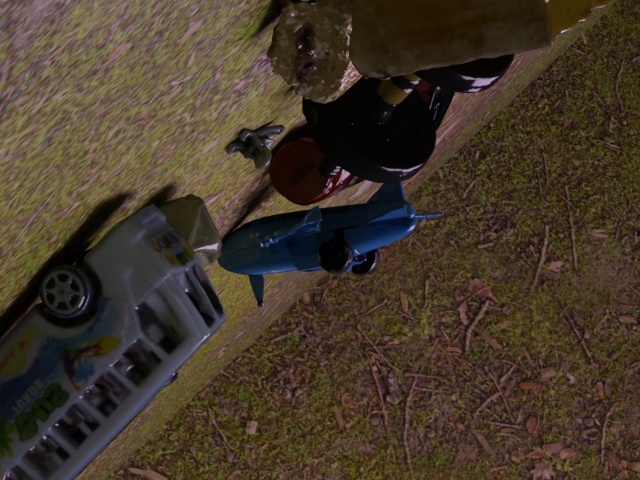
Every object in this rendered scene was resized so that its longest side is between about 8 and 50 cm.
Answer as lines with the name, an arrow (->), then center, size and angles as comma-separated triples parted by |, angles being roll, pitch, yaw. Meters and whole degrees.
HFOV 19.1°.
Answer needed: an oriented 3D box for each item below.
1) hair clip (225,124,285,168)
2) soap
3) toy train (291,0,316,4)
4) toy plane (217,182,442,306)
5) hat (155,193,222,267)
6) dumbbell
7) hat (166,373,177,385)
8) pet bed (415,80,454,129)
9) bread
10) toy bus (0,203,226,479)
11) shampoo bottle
hair clip -> -0.056, -0.091, 1.859 | 0.030, 0.039, 0.115 | -41, 179, 17
soap -> 0.196, -0.265, 1.346 | 0.304, 0.169, 0.339 | -9, -160, 40
toy train -> 0.017, -0.229, 1.144 | 0.194, 0.081, 0.125 | -43, 165, -31
toy plane -> 0.000, 0.000, 2.248 | 0.271, 0.105, 0.254 | -21, 168, 22
hat -> -0.159, 0.010, 1.737 | 0.166, 0.081, 0.122 | -26, -155, -29
dumbbell -> 0.082, -0.159, 1.822 | 0.143, 0.143, 0.325 | -40, 173, -46
hat -> -0.233, 0.103, 1.783 | 0.193, 0.082, 0.193 | -6, -173, 1
pet bed -> 0.141, -0.200, 2.213 | 0.201, 0.053, 0.201 | -63, 173, -14
bread -> 0.013, -0.177, 1.503 | 0.106, 0.082, 0.125 | -54, 170, -33
toy bus -> -0.224, 0.122, 1.629 | 0.329, 0.136, 0.109 | -46, 177, 16
shampoo bottle -> 0.021, -0.099, 2.189 | 0.118, 0.076, 0.314 | -39, 177, 18
